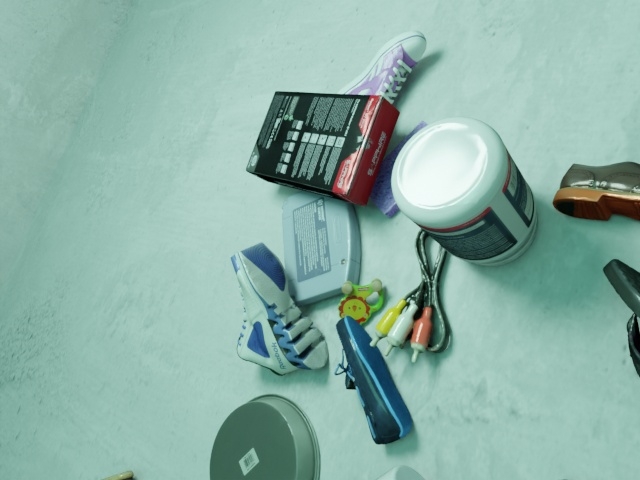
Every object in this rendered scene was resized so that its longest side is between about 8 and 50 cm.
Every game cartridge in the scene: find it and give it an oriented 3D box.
[{"bbox_3d":[0.000,0.000,1.176,0.195,0.060,0.295,-23,58,32],"label":"game cartridge"}]

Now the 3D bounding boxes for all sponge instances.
[{"bbox_3d":[0.195,-0.163,1.114,0.210,0.031,0.117,-46,50,13],"label":"sponge"}]

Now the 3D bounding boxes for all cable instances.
[{"bbox_3d":[0.206,0.101,0.962,0.139,0.072,0.288,15,80,35],"label":"cable"}]

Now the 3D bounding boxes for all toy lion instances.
[{"bbox_3d":[0.086,0.134,1.047,0.100,0.034,0.096,-6,98,7],"label":"toy lion"}]

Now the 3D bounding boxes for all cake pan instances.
[{"bbox_3d":[-0.135,0.483,1.062,0.293,0.054,0.294,-16,61,32],"label":"cake pan"}]

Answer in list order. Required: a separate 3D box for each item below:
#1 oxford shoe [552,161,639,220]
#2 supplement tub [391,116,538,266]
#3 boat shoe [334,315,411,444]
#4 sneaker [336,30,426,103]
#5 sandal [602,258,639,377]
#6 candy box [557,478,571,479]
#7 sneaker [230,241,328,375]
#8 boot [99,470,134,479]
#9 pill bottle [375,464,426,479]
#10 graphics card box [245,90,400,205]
[{"bbox_3d":[0.527,-0.084,0.788,0.271,0.097,0.099,13,72,40],"label":"oxford shoe"},{"bbox_3d":[0.263,-0.072,0.861,0.191,0.272,0.191,-16,61,31],"label":"supplement tub"},{"bbox_3d":[0.079,0.271,0.962,0.089,0.109,0.258,-40,49,21],"label":"boat shoe"},{"bbox_3d":[0.165,-0.359,1.188,0.282,0.102,0.161,-41,54,29],"label":"sneaker"},{"bbox_3d":[0.515,0.205,0.632,0.107,0.167,0.446,-53,46,29],"label":"sandal"},{"bbox_3d":[0.436,0.430,0.642,0.233,0.071,0.159,1,70,38],"label":"candy box"},{"bbox_3d":[-0.137,0.179,1.108,0.182,0.127,0.316,-34,82,31],"label":"sneaker"},{"bbox_3d":[-0.549,0.736,1.264,0.248,0.090,0.207,-37,65,17],"label":"boot"},{"bbox_3d":[0.039,0.543,0.805,0.361,0.204,0.204,-42,51,14],"label":"pill bottle"},{"bbox_3d":[-0.008,-0.232,1.179,0.370,0.094,0.233,18,88,43],"label":"graphics card box"}]
